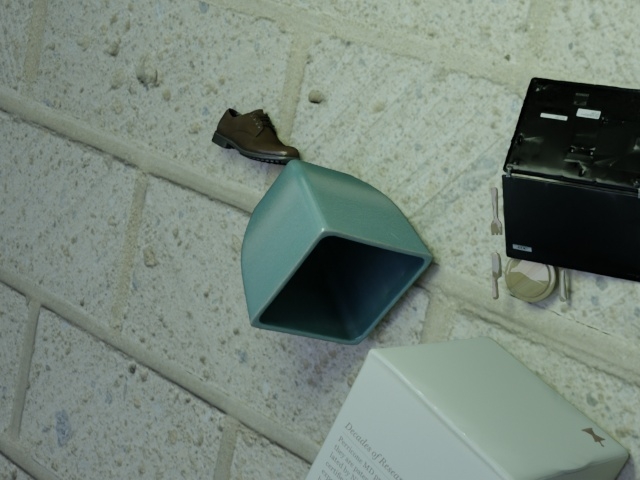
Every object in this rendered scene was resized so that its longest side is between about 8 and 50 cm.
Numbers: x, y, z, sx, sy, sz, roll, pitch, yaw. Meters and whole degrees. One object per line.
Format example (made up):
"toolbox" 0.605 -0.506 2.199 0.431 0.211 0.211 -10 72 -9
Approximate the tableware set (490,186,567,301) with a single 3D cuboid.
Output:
"tableware set" 0.345 0.002 2.012 0.128 0.039 0.194 1 97 29

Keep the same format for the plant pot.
"plant pot" 0.000 0.000 2.200 0.248 0.247 0.252 -52 43 30

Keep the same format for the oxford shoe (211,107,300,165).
"oxford shoe" -0.122 -0.205 2.406 0.227 0.082 0.096 26 102 37

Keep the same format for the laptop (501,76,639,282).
"laptop" 0.417 -0.098 1.928 0.234 0.136 0.264 11 74 28

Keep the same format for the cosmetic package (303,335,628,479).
"cosmetic package" 0.203 0.409 1.958 0.327 0.329 0.394 41 116 35
